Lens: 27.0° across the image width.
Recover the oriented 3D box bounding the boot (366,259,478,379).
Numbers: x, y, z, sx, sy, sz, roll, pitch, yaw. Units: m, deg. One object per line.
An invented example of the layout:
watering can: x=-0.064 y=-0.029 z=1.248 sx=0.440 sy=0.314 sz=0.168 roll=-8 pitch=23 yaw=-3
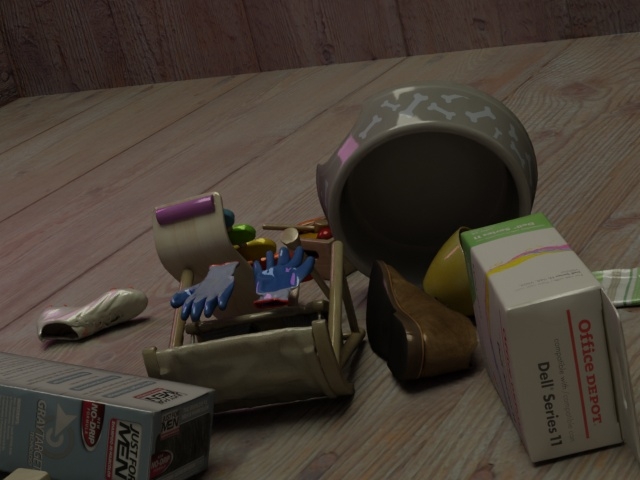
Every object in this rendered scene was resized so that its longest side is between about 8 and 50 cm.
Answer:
boot: x=0.137 y=0.116 z=1.915 sx=0.115 sy=0.112 sz=0.305 roll=1 pitch=21 yaw=-13

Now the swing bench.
swing bench: x=-0.084 y=0.145 z=1.869 sx=0.253 sy=0.165 sz=0.254 roll=-9 pitch=25 yaw=12

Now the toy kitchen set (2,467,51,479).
toy kitchen set: x=-0.301 y=0.355 z=1.476 sx=0.207 sy=0.122 sz=0.166 roll=-1 pitch=23 yaw=34

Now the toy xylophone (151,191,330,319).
toy xylophone: x=-0.113 y=0.039 z=2.052 sx=0.236 sy=0.322 sz=0.081 roll=-9 pitch=58 yaw=11

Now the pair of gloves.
pair of gloves: x=-0.109 y=0.059 z=1.841 sx=0.198 sy=0.023 sz=0.159 roll=-9 pitch=24 yaw=15

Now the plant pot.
plant pot: x=0.210 y=0.061 z=1.974 sx=0.095 sy=0.134 sz=0.134 roll=-37 pitch=10 yaw=23

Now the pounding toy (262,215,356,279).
pounding toy: x=0.000 y=0.000 z=2.299 sx=0.141 sy=0.100 sz=0.130 roll=7 pitch=27 yaw=45

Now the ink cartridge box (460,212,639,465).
ink cartridge box: x=0.270 y=0.122 z=1.602 sx=0.119 sy=0.207 sz=0.353 roll=-13 pitch=18 yaw=-1

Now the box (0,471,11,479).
box: x=-0.398 y=0.337 z=1.647 sx=0.102 sy=0.087 sz=0.101 roll=-26 pitch=23 yaw=-35

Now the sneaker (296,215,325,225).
sneaker: x=0.028 y=-0.027 z=2.421 sx=0.175 sy=0.064 sz=0.067 roll=-8 pitch=10 yaw=8

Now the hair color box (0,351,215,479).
hair color box: x=-0.343 y=0.224 z=1.689 sx=0.375 sy=0.113 sz=0.185 roll=7 pitch=5 yaw=18

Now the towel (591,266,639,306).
towel: x=0.449 y=0.063 z=1.926 sx=0.152 sy=0.023 sz=0.113 roll=-7 pitch=19 yaw=20

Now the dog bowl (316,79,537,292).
dog bowl: x=0.165 y=-0.068 z=2.043 sx=0.349 sy=0.348 sz=0.102 roll=-11 pitch=32 yaw=8

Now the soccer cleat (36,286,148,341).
soccer cleat: x=-0.387 y=0.133 z=2.265 sx=0.196 sy=0.068 sz=0.076 roll=-13 pitch=34 yaw=6
